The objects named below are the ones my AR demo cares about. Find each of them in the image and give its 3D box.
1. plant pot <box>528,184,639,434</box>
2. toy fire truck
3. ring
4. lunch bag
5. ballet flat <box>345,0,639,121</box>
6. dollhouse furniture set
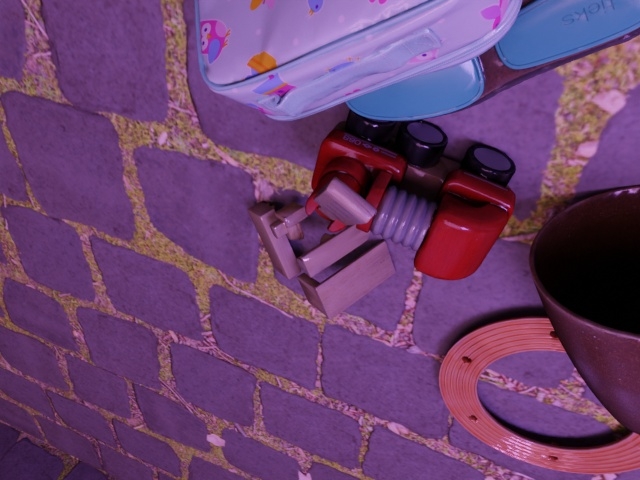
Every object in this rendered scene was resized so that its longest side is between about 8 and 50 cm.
[{"bbox_3d":[0.346,0.097,0.504,0.215,0.215,0.230,-4,128,29],"label":"plant pot"},{"bbox_3d":[0.082,-0.036,0.497,0.217,0.246,0.159,24,133,8],"label":"toy fire truck"},{"bbox_3d":[0.347,0.232,0.722,0.336,0.032,0.337,13,129,17],"label":"ring"},{"bbox_3d":[0.016,-0.228,0.411,0.279,0.108,0.224,-10,83,33],"label":"lunch bag"},{"bbox_3d":[0.155,-0.181,0.450,0.280,0.096,0.095,-9,121,31],"label":"ballet flat"},{"bbox_3d":[0.000,0.000,0.716,0.151,0.123,0.144,28,145,55],"label":"dollhouse furniture set"}]
